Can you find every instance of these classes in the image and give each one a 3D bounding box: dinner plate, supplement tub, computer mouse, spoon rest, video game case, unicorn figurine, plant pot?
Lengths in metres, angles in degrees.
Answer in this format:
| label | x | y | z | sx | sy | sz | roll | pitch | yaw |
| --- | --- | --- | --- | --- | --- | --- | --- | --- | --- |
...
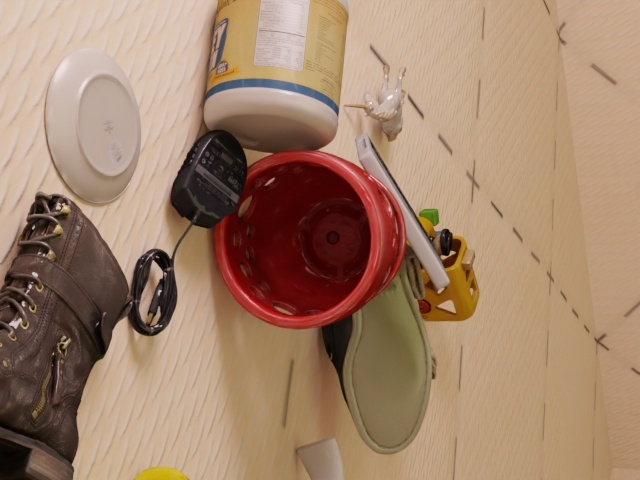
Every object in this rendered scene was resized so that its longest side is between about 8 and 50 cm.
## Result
| label | x | y | z | sx | sy | sz | roll | pitch | yaw |
| --- | --- | --- | --- | --- | --- | --- | --- | --- | --- |
| dinner plate | -0.198 | -0.104 | 0.938 | 0.141 | 0.017 | 0.141 | 0 | 90 | -66 |
| supplement tub | -0.045 | -0.207 | 1.122 | 0.144 | 0.144 | 0.200 | 34 | 58 | -61 |
| computer mouse | -0.138 | -0.012 | 1.043 | 0.071 | 0.041 | 0.242 | 43 | 55 | -30 |
| spoon rest | -0.023 | 0.327 | 1.174 | 0.084 | 0.137 | 0.276 | 64 | 22 | -11 |
| video game case | 0.101 | -0.041 | 1.319 | 0.190 | 0.022 | 0.173 | 58 | 8 | -11 |
| unicorn figurine | 0.099 | -0.202 | 1.537 | 0.162 | 0.060 | 0.111 | 51 | 43 | -53 |
| plant pot | 0.000 | 0.000 | 1.161 | 0.174 | 0.191 | 0.191 | 4 | 84 | -71 |

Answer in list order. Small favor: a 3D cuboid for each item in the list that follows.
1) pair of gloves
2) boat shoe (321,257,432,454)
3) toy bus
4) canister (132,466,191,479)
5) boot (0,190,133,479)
| label | x | y | z | sx | sy | sz | roll | pitch | yaw |
| --- | --- | --- | --- | --- | --- | --- | --- | --- | --- |
| pair of gloves | 0.113 | 0.070 | 1.491 | 0.204 | 0.042 | 0.240 | -111 | -174 | -55 |
| boat shoe | 0.058 | 0.109 | 1.378 | 0.127 | 0.113 | 0.340 | -16 | 97 | -19 |
| toy bus | 0.198 | 0.037 | 1.688 | 0.202 | 0.104 | 0.191 | 8 | 81 | -66 |
| canister | -0.128 | 0.305 | 0.998 | 0.170 | 0.073 | 0.126 | 56 | 39 | -47 |
| boot | -0.236 | 0.055 | 0.784 | 0.263 | 0.091 | 0.229 | 64 | 29 | -50 |
